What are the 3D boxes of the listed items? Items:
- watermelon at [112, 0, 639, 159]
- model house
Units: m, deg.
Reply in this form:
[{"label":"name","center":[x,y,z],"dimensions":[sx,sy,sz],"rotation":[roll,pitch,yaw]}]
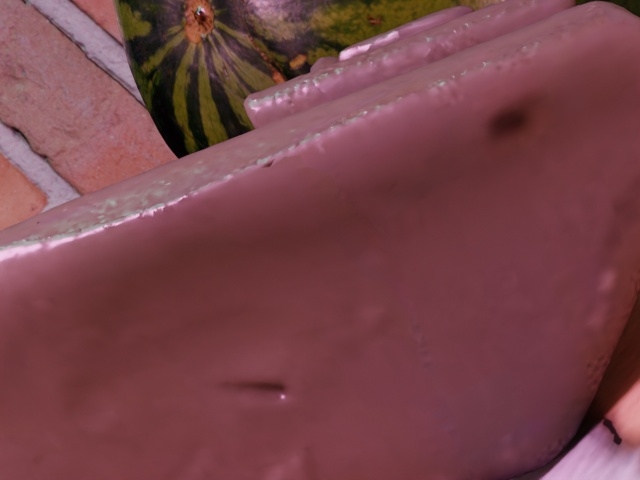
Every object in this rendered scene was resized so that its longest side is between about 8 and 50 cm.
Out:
[{"label":"watermelon","center":[0.043,-0.141,0.696],"dimensions":[0.285,0.285,0.285],"rotation":[-49,2,2]},{"label":"model house","center":[0.003,0.008,0.458],"dimensions":[0.229,0.122,0.188],"rotation":[-24,11,9]}]
